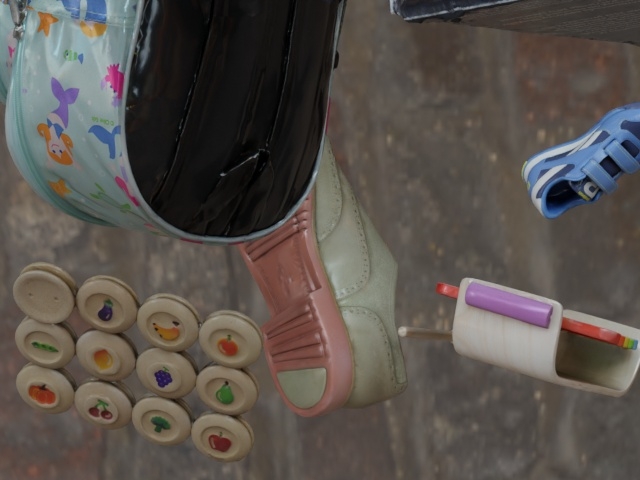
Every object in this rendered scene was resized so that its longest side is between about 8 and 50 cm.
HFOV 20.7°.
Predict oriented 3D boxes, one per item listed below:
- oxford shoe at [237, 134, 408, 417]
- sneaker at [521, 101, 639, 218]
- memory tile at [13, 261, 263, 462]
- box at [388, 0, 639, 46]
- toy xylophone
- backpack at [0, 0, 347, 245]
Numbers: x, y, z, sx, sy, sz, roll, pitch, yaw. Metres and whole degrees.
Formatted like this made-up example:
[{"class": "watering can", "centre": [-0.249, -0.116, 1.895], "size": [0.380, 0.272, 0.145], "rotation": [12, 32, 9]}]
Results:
[{"class": "oxford shoe", "centre": [0.000, 0.000, 1.951], "size": [0.146, 0.140, 0.397], "rotation": [0, 75, -38]}, {"class": "sneaker", "centre": [0.238, -0.065, 1.486], "size": [0.144, 0.053, 0.059], "rotation": [-32, 34, 27]}, {"class": "memory tile", "centre": [-0.106, 0.071, 1.006], "size": [0.148, 0.113, 0.012], "rotation": [14, 37, 8]}, {"class": "box", "centre": [0.298, -0.448, 1.681], "size": [0.297, 0.472, 0.480], "rotation": [-5, 89, 37]}, {"class": "toy xylophone", "centre": [0.223, 0.101, 1.895], "size": [0.236, 0.322, 0.081], "rotation": [16, 89, 21]}, {"class": "backpack", "centre": [-0.090, -0.126, 1.066], "size": [0.191, 0.225, 0.253], "rotation": [5, 92, 34]}]
